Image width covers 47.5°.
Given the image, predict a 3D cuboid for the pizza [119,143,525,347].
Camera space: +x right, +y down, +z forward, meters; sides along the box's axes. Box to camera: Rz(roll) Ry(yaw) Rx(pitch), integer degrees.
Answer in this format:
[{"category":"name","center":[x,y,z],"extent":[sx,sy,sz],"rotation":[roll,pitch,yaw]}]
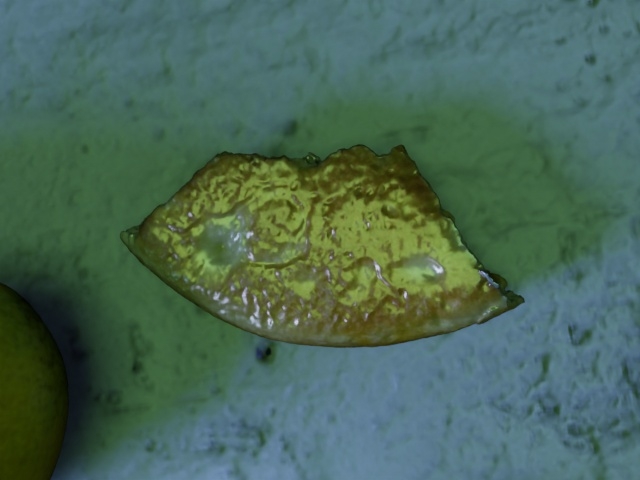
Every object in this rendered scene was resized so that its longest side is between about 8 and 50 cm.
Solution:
[{"category":"pizza","center":[-0.004,0.006,0.485],"extent":[0.271,0.056,0.134],"rotation":[-1,94,10]}]

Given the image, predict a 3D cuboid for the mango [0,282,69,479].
[{"category":"mango","center":[-0.343,0.145,0.465],"extent":[0.378,0.221,0.264],"rotation":[-19,85,0]}]
